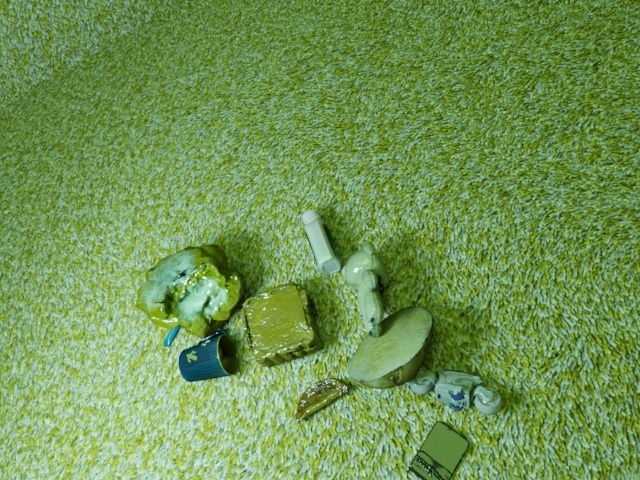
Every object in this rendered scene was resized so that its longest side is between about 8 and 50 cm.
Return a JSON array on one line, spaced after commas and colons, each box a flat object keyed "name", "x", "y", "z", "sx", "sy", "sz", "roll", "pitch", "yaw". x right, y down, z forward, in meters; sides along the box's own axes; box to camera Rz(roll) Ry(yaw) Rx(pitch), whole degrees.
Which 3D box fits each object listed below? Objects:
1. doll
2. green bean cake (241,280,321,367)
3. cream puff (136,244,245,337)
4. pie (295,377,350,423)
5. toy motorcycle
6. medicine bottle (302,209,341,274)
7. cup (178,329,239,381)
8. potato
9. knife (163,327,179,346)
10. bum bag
[{"name": "doll", "x": 0.158, "y": 0.156, "z": 1.514, "sx": 0.175, "sy": 0.149, "sz": 0.278, "roll": -49, "pitch": 34, "yaw": 37}, {"name": "green bean cake", "x": -0.120, "y": 0.269, "z": 1.578, "sx": 0.224, "sy": 0.131, "sz": 0.230, "roll": -20, "pitch": 59, "yaw": 6}, {"name": "cream puff", "x": -0.425, "y": 0.171, "z": 1.662, "sx": 0.323, "sy": 0.270, "sz": 0.274, "roll": -37, "pitch": 42, "yaw": -13}, {"name": "pie", "x": -0.002, "y": 0.468, "z": 1.507, "sx": 0.191, "sy": 0.033, "sz": 0.088, "roll": -33, "pitch": 46, "yaw": 3}, {"name": "toy motorcycle", "x": 0.373, "y": 0.406, "z": 1.387, "sx": 0.254, "sy": 0.112, "sz": 0.112, "roll": 12, "pitch": 71, "yaw": 25}, {"name": "medicine bottle", "x": 0.000, "y": 0.000, "z": 1.668, "sx": 0.078, "sy": 0.115, "sz": 0.219, "roll": -25, "pitch": 61, "yaw": 7}, {"name": "cup", "x": -0.360, "y": 0.372, "z": 1.623, "sx": 0.155, "sy": 0.131, "sz": 0.176, "roll": -19, "pitch": 33, "yaw": 13}, {"name": "potato", "x": 0.225, "y": 0.323, "z": 1.423, "sx": 0.299, "sy": 0.116, "sz": 0.239, "roll": -47, "pitch": 17, "yaw": -29}, {"name": "knife", "x": -0.475, "y": 0.237, "z": 1.767, "sx": 0.044, "sy": 0.026, "sz": 0.296, "roll": 21, "pitch": 77, "yaw": 28}, {"name": "bum bag", "x": 0.321, "y": 0.582, "z": 1.355, "sx": 0.109, "sy": 0.026, "sz": 0.159, "roll": 29, "pitch": 78, "yaw": 27}]
